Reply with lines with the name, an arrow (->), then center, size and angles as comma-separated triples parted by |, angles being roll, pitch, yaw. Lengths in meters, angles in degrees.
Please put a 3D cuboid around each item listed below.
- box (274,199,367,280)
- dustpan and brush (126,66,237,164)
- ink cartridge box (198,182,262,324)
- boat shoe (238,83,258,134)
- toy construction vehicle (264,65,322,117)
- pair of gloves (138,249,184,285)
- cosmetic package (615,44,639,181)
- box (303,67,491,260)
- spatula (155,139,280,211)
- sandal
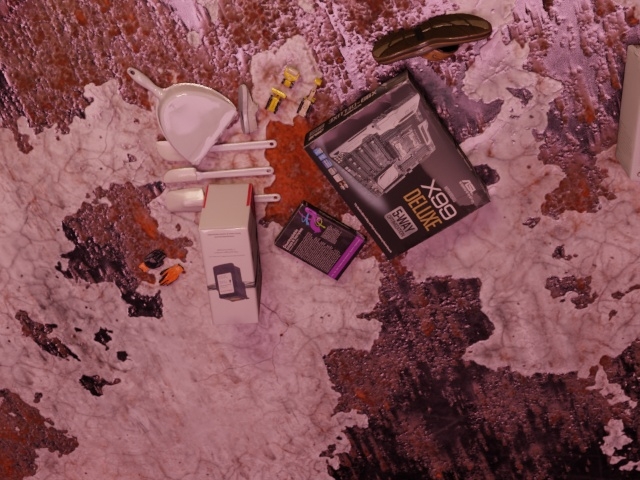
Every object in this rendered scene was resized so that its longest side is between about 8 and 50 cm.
box -> 0.000, 0.000, 1.794 | 0.162, 0.029, 0.116 | 30, 115, -14
dustpan and brush -> -0.286, -0.264, 1.654 | 0.211, 0.060, 0.147 | 34, 104, -22
ink cartridge box -> -0.178, 0.029, 1.727 | 0.100, 0.172, 0.237 | -2, 124, 1
boat shoe -> -0.138, -0.256, 1.660 | 0.035, 0.035, 0.100 | -14, 117, -20
toy construction vehicle -> -0.050, -0.281, 1.642 | 0.086, 0.035, 0.098 | 26, 115, 1
pair of gloves -> -0.345, 0.060, 1.855 | 0.074, 0.010, 0.083 | -40, 107, 23
cosmetic package -> 0.612, -0.237, 1.582 | 0.085, 0.117, 0.231 | -1, 120, 3
box -> 0.152, -0.143, 1.679 | 0.242, 0.076, 0.307 | -30, 113, 18
spatula -> -0.204, -0.134, 1.740 | 0.242, 0.019, 0.168 | -3, 118, 1
sandal -> 0.204, -0.355, 1.557 | 0.219, 0.090, 0.060 | -17, 133, 10
